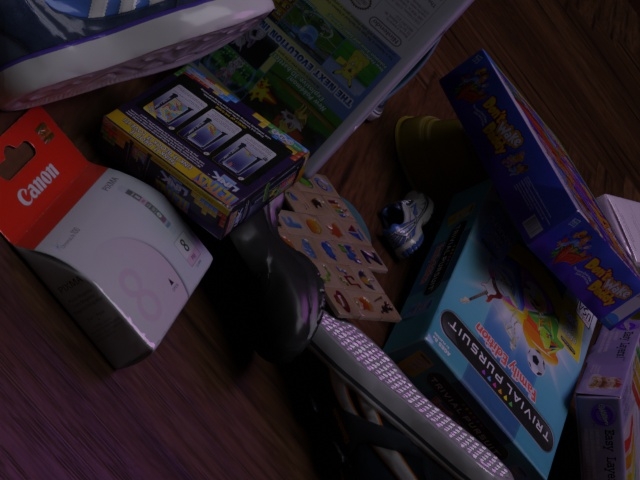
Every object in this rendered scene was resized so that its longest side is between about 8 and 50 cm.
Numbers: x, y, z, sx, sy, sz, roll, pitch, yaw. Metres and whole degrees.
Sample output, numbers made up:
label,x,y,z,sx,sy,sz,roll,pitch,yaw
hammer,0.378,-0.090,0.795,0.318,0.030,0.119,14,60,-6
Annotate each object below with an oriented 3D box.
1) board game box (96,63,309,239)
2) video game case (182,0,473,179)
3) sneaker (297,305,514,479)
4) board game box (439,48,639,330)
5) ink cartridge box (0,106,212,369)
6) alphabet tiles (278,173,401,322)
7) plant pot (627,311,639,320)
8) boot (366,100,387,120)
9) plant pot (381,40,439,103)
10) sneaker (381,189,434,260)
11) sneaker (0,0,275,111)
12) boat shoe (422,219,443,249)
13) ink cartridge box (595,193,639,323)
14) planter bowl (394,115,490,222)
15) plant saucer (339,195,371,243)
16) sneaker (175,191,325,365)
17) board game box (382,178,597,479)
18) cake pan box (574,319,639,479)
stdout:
label,x,y,z,sx,sy,sz,roll,pitch,yaw
board game box,-0.120,-0.093,1.561,0.170,0.048,0.141,37,47,15
video game case,-0.033,-0.285,1.672,0.329,0.300,0.036,43,3,6
sneaker,0.049,0.194,1.613,0.321,0.127,0.126,43,13,26
board game box,0.300,-0.071,2.033,0.233,0.078,0.347,41,19,-42
ink cartridge box,-0.214,-0.016,1.440,0.232,0.066,0.189,56,27,-16
alphabet tiles,0.000,0.000,1.754,0.198,0.009,0.237,9,42,-51
plant pot,0.600,0.086,2.528,0.228,0.227,0.207,52,35,-15
boot,0.089,-0.253,2.148,0.069,0.086,0.190,41,32,-32
plant pot,-0.023,-0.319,1.866,0.272,0.271,0.255,15,35,-54
sneaker,0.112,-0.034,2.008,0.058,0.052,0.135,45,30,-18
sneaker,-0.221,-0.279,1.491,0.323,0.130,0.236,-22,88,-27
boat shoe,0.209,0.010,2.105,0.183,0.065,0.083,0,67,-57
ink cartridge box,0.415,0.036,2.272,0.283,0.207,0.117,8,58,-57
planter bowl,0.208,-0.107,2.198,0.217,0.090,0.217,41,32,-33
plant saucer,0.029,-0.013,1.877,0.119,0.021,0.119,41,32,-33
sneaker,-0.090,0.007,1.592,0.130,0.109,0.286,18,38,-44
board game box,0.229,0.117,1.952,0.254,0.079,0.336,49,40,-18
cake pan box,0.404,0.264,2.068,0.267,0.070,0.245,-46,134,-63
